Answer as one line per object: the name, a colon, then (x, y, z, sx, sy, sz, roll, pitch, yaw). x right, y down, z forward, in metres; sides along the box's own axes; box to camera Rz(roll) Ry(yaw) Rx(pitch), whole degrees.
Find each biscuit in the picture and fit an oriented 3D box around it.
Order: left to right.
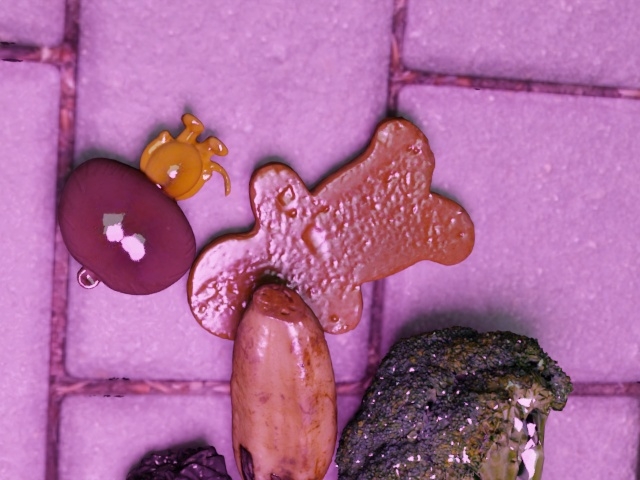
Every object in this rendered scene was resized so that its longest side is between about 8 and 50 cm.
biscuit: (0.000, 0.000, 1.112, 0.301, 0.049, 0.197, -29, 104, -8)

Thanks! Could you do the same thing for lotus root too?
lotus root: (-0.035, 0.158, 1.080, 0.110, 0.097, 0.258, 9, 122, 11)

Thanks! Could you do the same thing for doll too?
doll: (-0.164, -0.027, 1.055, 0.188, 0.096, 0.145, -30, 108, -17)

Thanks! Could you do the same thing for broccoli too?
broccoli: (0.131, 0.207, 1.068, 0.269, 0.261, 0.242, -24, 81, -41)

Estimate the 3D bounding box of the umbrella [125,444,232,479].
umbrella: (-0.104, 0.373, 1.098, 0.154, 0.128, 0.337, -7, 107, 26)
